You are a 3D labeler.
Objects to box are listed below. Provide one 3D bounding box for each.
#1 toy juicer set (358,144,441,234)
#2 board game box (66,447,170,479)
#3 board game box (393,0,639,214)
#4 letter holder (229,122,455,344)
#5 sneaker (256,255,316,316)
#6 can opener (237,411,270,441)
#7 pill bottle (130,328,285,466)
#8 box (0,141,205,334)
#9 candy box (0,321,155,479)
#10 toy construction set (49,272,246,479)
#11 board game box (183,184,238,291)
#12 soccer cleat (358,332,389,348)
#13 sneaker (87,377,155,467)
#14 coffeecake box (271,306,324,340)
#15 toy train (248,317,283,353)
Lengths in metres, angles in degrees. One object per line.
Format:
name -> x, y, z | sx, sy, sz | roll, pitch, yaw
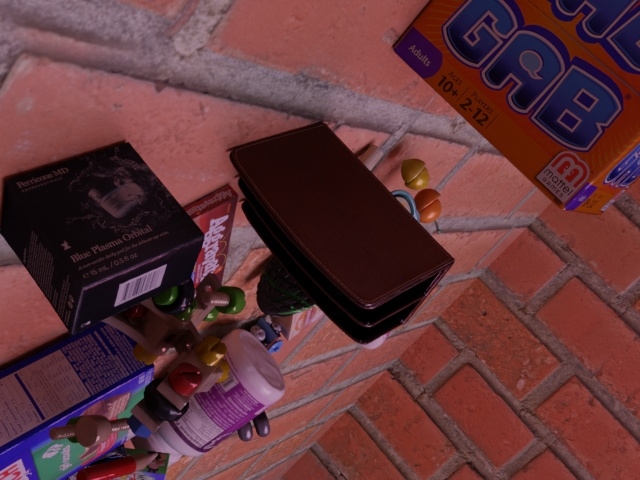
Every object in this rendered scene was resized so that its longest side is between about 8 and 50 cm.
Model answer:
toy juicer set -> 0.142, -0.064, 1.432 | 0.329, 0.089, 0.209 | 30, 82, -49
board game box -> -0.420, 0.486, 1.559 | 0.214, 0.046, 0.317 | 10, 144, -7
board game box -> 0.407, -0.288, 1.206 | 0.356, 0.356, 0.356 | -49, 160, 20
letter holder -> 0.000, 0.000, 1.124 | 0.214, 0.302, 0.152 | -23, 153, -44
sneaker -> 0.017, 0.056, 1.540 | 0.344, 0.134, 0.146 | -32, 159, -29
can opener -> -0.168, 0.374, 1.732 | 0.076, 0.283, 0.095 | -11, 110, -12
pill bottle -> -0.234, 0.328, 1.569 | 0.301, 0.169, 0.169 | -37, 162, 8
box -> -0.242, -0.007, 0.858 | 0.156, 0.158, 0.093 | -27, 156, -39
candy box -> -0.428, 0.286, 1.190 | 0.317, 0.122, 0.268 | -27, 157, -33
toy construction set -> -0.214, 0.170, 1.077 | 0.237, 0.257, 0.308 | 10, 101, -61
board game box -> -0.208, 0.034, 1.219 | 0.145, 0.027, 0.281 | -32, 159, -29
soccer cleat -> 0.120, 0.091, 1.730 | 0.143, 0.116, 0.331 | -13, 118, -67
sneaker -> -0.370, 0.347, 1.435 | 0.217, 0.121, 0.079 | -24, 155, -41
coffeecake box -> -0.015, 0.121, 1.719 | 0.185, 0.068, 0.142 | -34, 159, -23
toy train -> -0.161, 0.249, 1.704 | 0.184, 0.080, 0.105 | -49, 154, 22
